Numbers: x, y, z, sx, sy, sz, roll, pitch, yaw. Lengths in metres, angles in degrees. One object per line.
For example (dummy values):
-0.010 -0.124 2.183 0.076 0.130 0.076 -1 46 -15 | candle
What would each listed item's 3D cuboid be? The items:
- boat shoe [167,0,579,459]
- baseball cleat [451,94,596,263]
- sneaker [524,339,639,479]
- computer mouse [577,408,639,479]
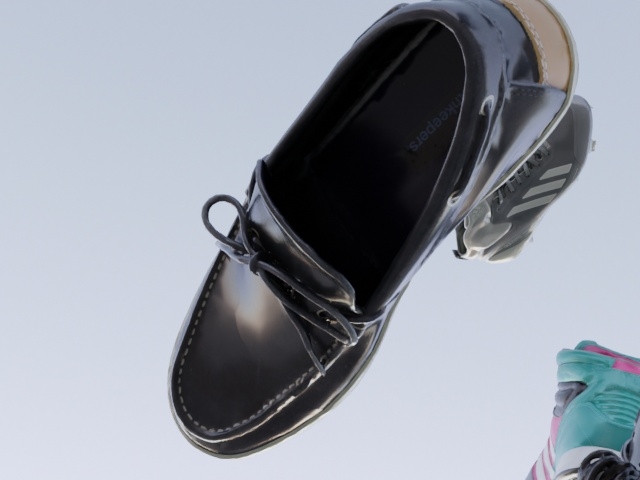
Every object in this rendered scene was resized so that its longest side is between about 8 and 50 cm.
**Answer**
0.000 0.000 0.837 0.186 0.156 0.500 51 -60 20 | boat shoe
0.199 -0.057 1.054 0.110 0.072 0.205 1 -55 -33 | baseball cleat
0.271 0.196 1.046 0.124 0.178 0.295 21 -26 6 | sneaker
0.237 0.117 0.700 0.060 0.262 0.184 37 -29 29 | computer mouse
